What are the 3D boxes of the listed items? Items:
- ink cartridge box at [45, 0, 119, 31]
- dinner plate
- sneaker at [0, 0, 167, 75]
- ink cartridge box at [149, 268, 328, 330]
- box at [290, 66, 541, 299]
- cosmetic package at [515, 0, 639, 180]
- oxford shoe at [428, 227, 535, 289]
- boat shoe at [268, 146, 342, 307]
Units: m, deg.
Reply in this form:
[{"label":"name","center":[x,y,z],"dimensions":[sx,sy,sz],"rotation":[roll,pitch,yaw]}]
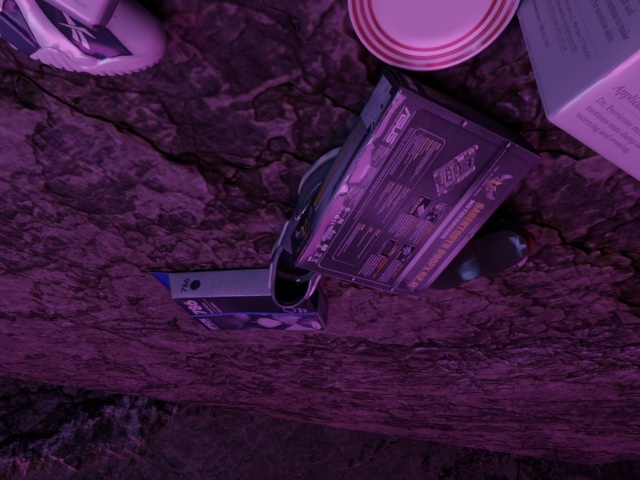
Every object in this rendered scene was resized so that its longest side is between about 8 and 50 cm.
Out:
[{"label":"ink cartridge box","center":[-0.155,-0.268,0.223],"dimensions":[0.189,0.066,0.233],"rotation":[27,99,-30]},{"label":"dinner plate","center":[0.093,-0.205,0.365],"dimensions":[0.141,0.017,0.141],"rotation":[5,146,3]},{"label":"sneaker","center":[-0.219,-0.227,0.312],"dimensions":[0.234,0.094,0.153],"rotation":[29,150,-15]},{"label":"ink cartridge box","center":[-0.162,0.121,0.871],"dimensions":[0.332,0.065,0.165],"rotation":[-3,147,15]},{"label":"box","center":[0.095,-0.045,0.496],"dimensions":[0.182,0.056,0.231],"rotation":[16,125,-23]},{"label":"cosmetic package","center":[0.326,-0.184,0.231],"dimensions":[0.196,0.155,0.365],"rotation":[23,143,-23]},{"label":"oxford shoe","center":[0.215,0.026,0.660],"dimensions":[0.212,0.076,0.076],"rotation":[-13,-176,43]},{"label":"boat shoe","center":[0.000,0.000,0.619],"dimensions":[0.116,0.099,0.319],"rotation":[20,144,-14]}]
